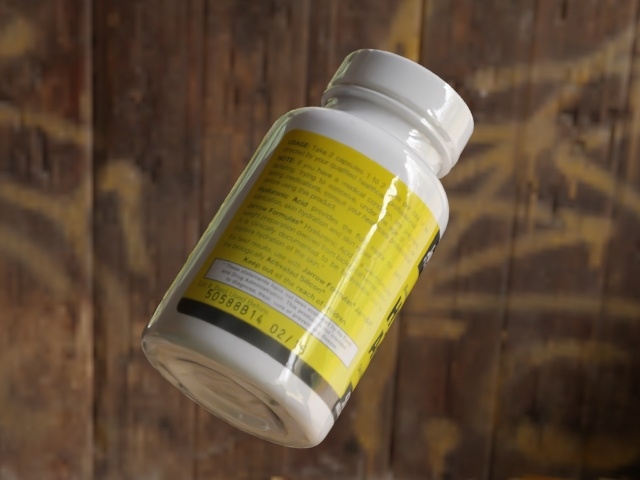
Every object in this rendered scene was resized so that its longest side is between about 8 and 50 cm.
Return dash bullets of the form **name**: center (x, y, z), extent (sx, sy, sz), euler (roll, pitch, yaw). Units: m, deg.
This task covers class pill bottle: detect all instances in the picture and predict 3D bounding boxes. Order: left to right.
- **pill bottle**: center (0.000, 0.000, 0.582), extent (0.065, 0.065, 0.116), euler (19, 68, 31)
